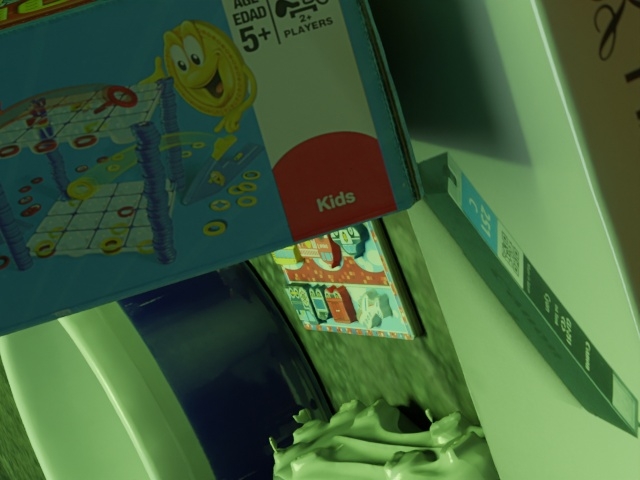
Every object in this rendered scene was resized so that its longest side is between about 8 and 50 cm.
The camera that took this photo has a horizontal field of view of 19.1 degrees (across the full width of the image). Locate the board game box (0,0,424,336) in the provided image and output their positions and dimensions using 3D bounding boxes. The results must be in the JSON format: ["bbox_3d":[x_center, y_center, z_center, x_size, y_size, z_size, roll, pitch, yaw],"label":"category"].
[{"bbox_3d":[-0.147,-0.041,0.673,0.302,0.308,0.086,-122,15,-73],"label":"board game box"}]

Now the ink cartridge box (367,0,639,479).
[{"bbox_3d":[0.096,-0.041,0.543,0.261,0.066,0.296,12,124,66],"label":"ink cartridge box"}]

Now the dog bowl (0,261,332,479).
[{"bbox_3d":[-0.084,0.115,1.087,0.265,0.104,0.265,49,154,35],"label":"dog bowl"}]

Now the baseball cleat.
[{"bbox_3d":[0.041,0.127,0.850,0.109,0.072,0.206,61,163,-8],"label":"baseball cleat"}]

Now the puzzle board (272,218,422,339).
[{"bbox_3d":[0.000,0.000,0.891,0.128,0.011,0.096,-1,112,67],"label":"puzzle board"}]
